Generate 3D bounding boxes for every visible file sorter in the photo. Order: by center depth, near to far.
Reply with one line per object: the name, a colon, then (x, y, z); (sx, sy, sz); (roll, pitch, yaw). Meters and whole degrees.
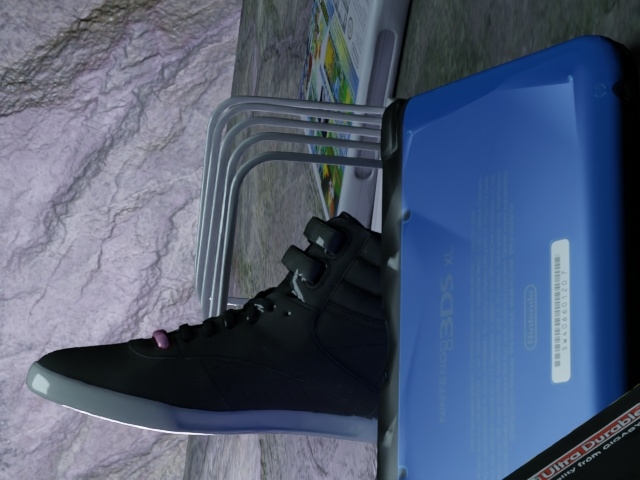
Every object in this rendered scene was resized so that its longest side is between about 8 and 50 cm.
file sorter: (0.000, 0.000, 1.282); (0.278, 0.173, 0.193); (-119, 35, -74)

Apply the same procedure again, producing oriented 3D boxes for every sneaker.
sneaker: (-0.039, 0.050, 1.102); (0.104, 0.295, 0.147); (-137, 51, -80)

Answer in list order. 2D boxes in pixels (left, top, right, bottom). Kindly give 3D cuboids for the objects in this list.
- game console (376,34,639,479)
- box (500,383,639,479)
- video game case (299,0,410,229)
game console: (0.123, 0.067, 0.948); (0.250, 0.173, 0.293); (-16, 68, 47)
box: (0.049, 0.180, 0.535); (0.079, 0.322, 0.257); (56, 178, -14)
video game case: (0.030, -0.196, 1.615); (0.329, 0.036, 0.300); (-104, 20, -60)
